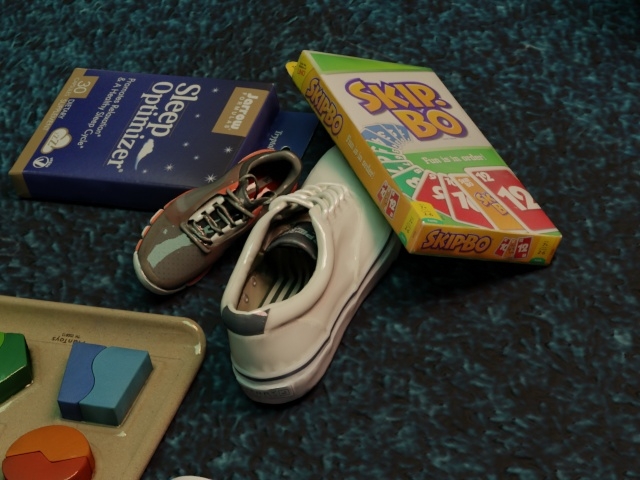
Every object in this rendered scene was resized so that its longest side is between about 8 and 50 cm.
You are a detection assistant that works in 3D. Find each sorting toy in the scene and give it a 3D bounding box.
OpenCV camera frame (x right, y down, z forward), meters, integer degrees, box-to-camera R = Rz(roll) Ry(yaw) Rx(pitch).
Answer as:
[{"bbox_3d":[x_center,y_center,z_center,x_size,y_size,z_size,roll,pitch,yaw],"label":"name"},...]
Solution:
[{"bbox_3d":[-0.259,0.124,1.322,0.307,0.041,0.229,6,46,20],"label":"sorting toy"}]

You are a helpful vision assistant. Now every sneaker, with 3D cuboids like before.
[{"bbox_3d":[-0.076,-0.023,1.393,0.158,0.065,0.061,-43,94,-20],"label":"sneaker"},{"bbox_3d":[0.000,0.000,1.347,0.094,0.091,0.258,3,43,18],"label":"sneaker"}]

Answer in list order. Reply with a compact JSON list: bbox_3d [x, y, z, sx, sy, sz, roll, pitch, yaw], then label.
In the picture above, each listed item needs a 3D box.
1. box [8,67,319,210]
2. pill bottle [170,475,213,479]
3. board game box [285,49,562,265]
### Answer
[{"bbox_3d":[-0.126,-0.081,1.510,0.225,0.036,0.136,7,46,20],"label":"box"},{"bbox_3d":[-0.107,0.251,1.087,0.124,0.124,0.221,13,49,27],"label":"pill bottle"},{"bbox_3d":[0.072,-0.072,1.408,0.124,0.039,0.259,5,31,-30],"label":"board game box"}]
